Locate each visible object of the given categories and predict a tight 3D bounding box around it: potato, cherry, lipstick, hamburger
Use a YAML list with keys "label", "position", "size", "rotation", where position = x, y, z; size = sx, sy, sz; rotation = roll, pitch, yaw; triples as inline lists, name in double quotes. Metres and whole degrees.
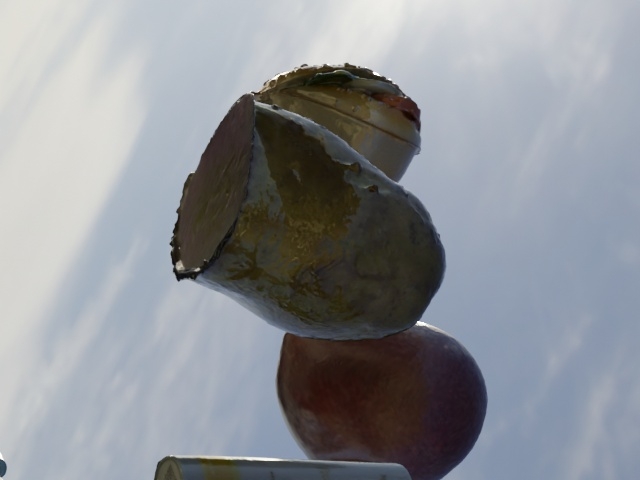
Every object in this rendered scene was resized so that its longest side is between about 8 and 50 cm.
- label: "potato"
  position: [0.000, 0.000, 1.605]
  size: [0.229, 0.266, 0.229]
  rotation: [-54, -160, 30]
- label: "cherry"
  position: [0.072, 0.205, 1.996]
  size: [0.261, 0.307, 0.221]
  rotation: [-35, -155, 38]
- label: "lipstick"
  position: [-0.030, 0.235, 1.469]
  size: [0.059, 0.264, 0.059]
  rotation: [-15, -108, 54]
- label: "hamburger"
  position: [0.024, -0.140, 1.971]
  size: [0.237, 0.237, 0.147]
  rotation: [-9, -119, 68]

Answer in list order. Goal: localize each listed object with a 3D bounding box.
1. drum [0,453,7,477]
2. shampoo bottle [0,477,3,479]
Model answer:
- label: "drum"
  position: [-0.388, 0.212, 1.683]
  size: [0.049, 0.130, 0.253]
  rotation: [-44, -132, -14]
- label: "shampoo bottle"
  position: [-0.326, 0.205, 1.351]
  size: [0.072, 0.214, 0.072]
  rotation: [-22, -144, 17]
